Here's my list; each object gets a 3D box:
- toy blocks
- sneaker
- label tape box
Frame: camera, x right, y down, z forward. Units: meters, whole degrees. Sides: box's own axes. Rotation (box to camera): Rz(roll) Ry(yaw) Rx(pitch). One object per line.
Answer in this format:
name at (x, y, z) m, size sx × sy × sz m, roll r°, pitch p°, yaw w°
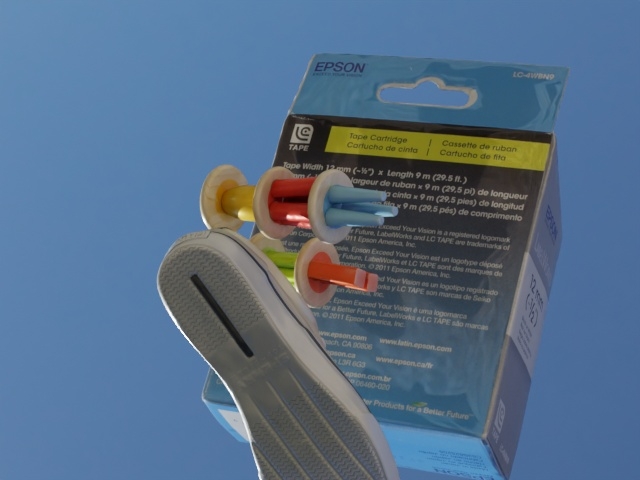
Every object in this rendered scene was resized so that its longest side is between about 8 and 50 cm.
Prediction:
toy blocks at (0.000, 0.000, 1.241) m, size 0.148 × 0.123 × 0.054 m, roll 5°, pitch -133°, yaw 37°
sneaker at (-0.015, 0.098, 1.211) m, size 0.094 × 0.258 × 0.091 m, roll -27°, pitch -173°, yaw 21°
label tape box at (0.071, 0.015, 1.490) m, size 0.249 × 0.115 × 0.348 m, roll 6°, pitch -117°, yaw 22°
